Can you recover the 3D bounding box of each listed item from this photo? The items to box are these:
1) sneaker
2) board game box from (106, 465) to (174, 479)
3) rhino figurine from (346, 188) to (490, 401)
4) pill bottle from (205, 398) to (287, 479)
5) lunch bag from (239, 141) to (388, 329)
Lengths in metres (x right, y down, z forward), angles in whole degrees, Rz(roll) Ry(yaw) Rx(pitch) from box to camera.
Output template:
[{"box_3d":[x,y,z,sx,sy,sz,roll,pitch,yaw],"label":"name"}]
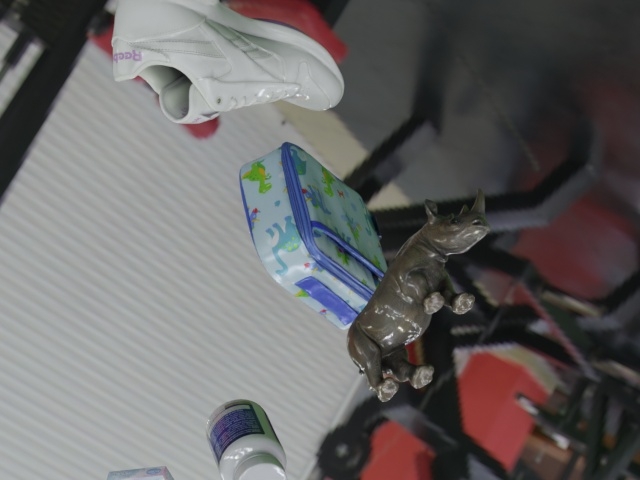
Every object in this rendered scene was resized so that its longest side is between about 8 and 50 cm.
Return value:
[{"box_3d":[-0.105,-0.182,1.432,0.305,0.152,0.114,19,164,-38],"label":"sneaker"},{"box_3d":[-0.240,0.354,1.835,0.090,0.020,0.090,-9,130,20],"label":"board game box"},{"box_3d":[0.107,0.049,1.402,0.073,0.243,0.106,25,-173,-39],"label":"rhino figurine"},{"box_3d":[-0.117,0.351,2.142,0.112,0.112,0.186,36,-171,-26],"label":"pill bottle"},{"box_3d":[0.000,0.000,1.542,0.090,0.176,0.219,-26,144,19],"label":"lunch bag"}]
